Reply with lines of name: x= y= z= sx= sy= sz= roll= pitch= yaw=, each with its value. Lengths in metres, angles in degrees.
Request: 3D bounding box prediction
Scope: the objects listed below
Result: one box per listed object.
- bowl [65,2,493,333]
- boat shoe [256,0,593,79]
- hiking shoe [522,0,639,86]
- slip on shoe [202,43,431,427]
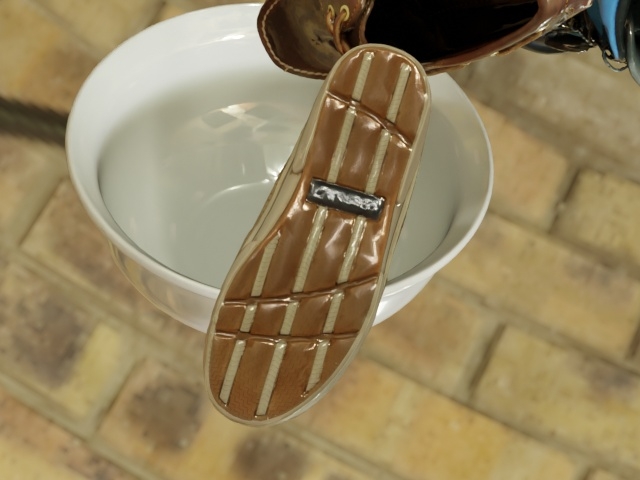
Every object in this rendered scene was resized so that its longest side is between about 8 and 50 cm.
bowl: x=-0.034 y=-0.026 z=1.349 sx=0.298 sy=0.298 sz=0.134 roll=23 pitch=140 yaw=11
boat shoe: x=0.039 y=-0.112 z=0.876 sx=0.207 sy=0.073 sz=0.073 roll=-13 pitch=118 yaw=46
hiking shoe: x=0.149 y=-0.133 z=0.949 sx=0.113 sy=0.132 sz=0.304 roll=4 pitch=168 yaw=-11
slip on shoe: x=0.000 y=0.000 z=0.632 sx=0.051 sy=0.135 sz=0.041 roll=18 pitch=170 yaw=2
